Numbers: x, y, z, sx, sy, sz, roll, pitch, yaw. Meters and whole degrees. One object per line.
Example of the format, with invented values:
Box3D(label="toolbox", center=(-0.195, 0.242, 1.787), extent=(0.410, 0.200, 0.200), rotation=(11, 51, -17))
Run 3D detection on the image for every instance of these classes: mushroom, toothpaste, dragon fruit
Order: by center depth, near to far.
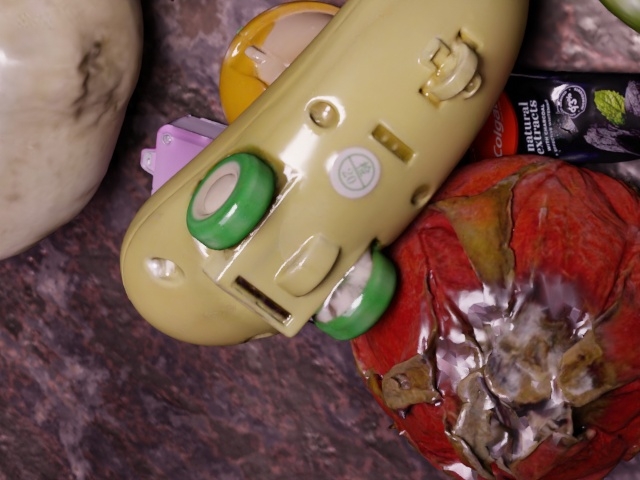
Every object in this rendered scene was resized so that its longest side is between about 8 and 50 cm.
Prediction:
Box3D(label="dragon fruit", center=(0.116, 0.069, 1.144), extent=(0.223, 0.148, 0.218), rotation=(6, 109, 12))
Box3D(label="toothpaste", center=(0.165, -0.073, 1.166), extent=(0.193, 0.045, 0.071), rotation=(2, 107, 38))
Box3D(label="mushroom", center=(-0.291, -0.115, 1.260), extent=(0.314, 0.336, 0.314), rotation=(5, 102, 26))

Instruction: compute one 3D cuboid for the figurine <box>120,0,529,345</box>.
Box3D(label="figurine", center=(0.001, -0.072, 1.178), extent=(0.124, 0.222, 0.324), rotation=(37, 93, -25))

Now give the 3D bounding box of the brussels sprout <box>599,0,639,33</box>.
Box3D(label="brussels sprout", center=(0.266, -0.218, 0.885), extent=(0.354, 0.289, 0.281), rotation=(-151, 61, -69))

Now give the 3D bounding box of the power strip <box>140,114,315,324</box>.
Box3D(label="power strip", center=(0.000, 0.000, 1.294), extent=(0.279, 0.037, 0.109), rotation=(19, 116, 25))
